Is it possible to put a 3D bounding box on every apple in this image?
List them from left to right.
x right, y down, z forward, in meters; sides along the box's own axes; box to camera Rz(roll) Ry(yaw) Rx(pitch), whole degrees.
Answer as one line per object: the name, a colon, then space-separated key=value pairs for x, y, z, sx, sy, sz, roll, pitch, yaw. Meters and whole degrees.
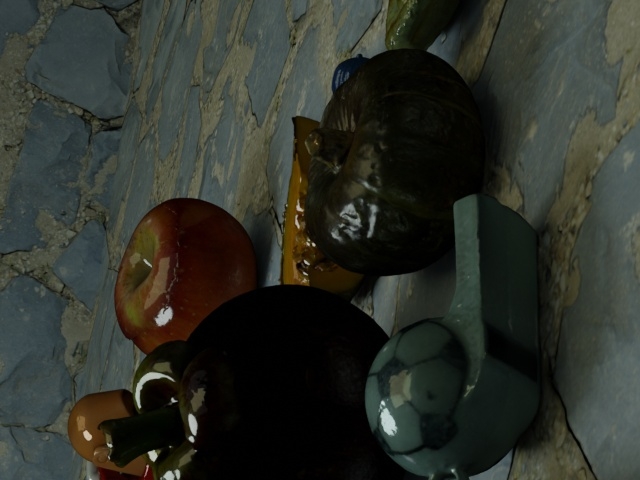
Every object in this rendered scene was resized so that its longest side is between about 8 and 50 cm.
apple: x=-0.211 y=0.068 z=2.233 sx=0.251 sy=0.206 sz=0.272 roll=-45 pitch=37 yaw=41

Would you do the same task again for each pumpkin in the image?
pumpkin: x=0.003 y=-0.003 z=1.788 sx=0.163 sy=0.111 sz=0.279 roll=126 pitch=142 yaw=-60
pumpkin: x=0.065 y=-0.085 z=1.509 sx=0.260 sy=0.189 sz=0.260 roll=-168 pitch=90 yaw=-71

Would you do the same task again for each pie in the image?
pie: x=0.141 y=-0.340 z=1.625 sx=0.201 sy=0.090 sz=0.248 roll=-95 pitch=23 yaw=-70

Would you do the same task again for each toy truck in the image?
toy truck: x=-0.319 y=0.369 z=2.283 sx=0.189 sy=0.239 sz=0.265 roll=-106 pitch=33 yaw=-58

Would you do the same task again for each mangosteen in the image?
mangosteen: x=-0.046 y=0.183 z=1.464 sx=0.296 sy=0.313 sz=0.297 roll=-12 pitch=60 yaw=21

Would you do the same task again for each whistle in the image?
whistle: x=0.119 y=0.114 z=1.270 sx=0.163 sy=0.163 sz=0.290 roll=129 pitch=150 yaw=-54

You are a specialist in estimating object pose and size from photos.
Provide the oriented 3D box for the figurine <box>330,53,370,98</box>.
figurine: x=0.045 y=-0.170 z=1.823 sx=0.086 sy=0.087 sz=0.149 roll=3 pitch=78 yaw=34
